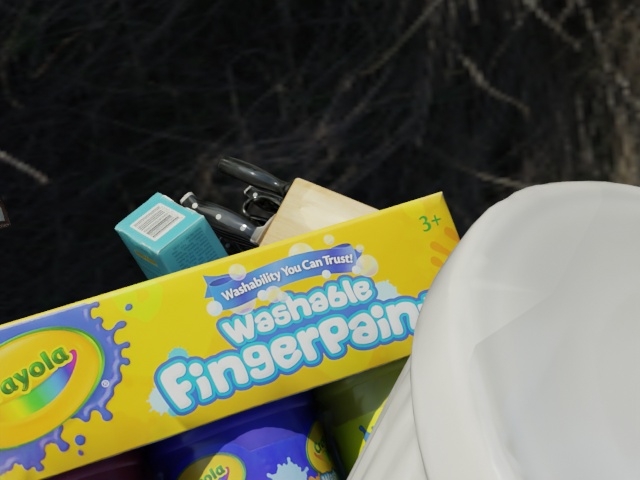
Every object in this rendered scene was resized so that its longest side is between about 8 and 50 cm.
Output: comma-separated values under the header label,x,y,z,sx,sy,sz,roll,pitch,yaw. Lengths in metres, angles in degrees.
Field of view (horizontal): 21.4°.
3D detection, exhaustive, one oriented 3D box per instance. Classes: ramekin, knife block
label,x,y,z,sx,sy,sz,roll,pitch,yaw
ramekin,0.118,0.119,0.475,0.272,0.127,0.273,24,31,-16
knife block,0.000,0.000,1.642,0.242,0.275,0.088,31,79,-19

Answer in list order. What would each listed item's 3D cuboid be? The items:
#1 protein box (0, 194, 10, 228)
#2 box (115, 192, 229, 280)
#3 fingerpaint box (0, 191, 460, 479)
label,x,y,z,sx,sy,sz,roll,pitch,yaw
protein box,-0.398,-0.075,1.423,0.199,0.136,0.201,-18,90,3
box,-0.104,0.072,1.681,0.060,0.100,0.244,-40,122,-16
fingerpaint box,-0.055,0.206,1.315,0.444,0.163,0.371,-16,80,-20
